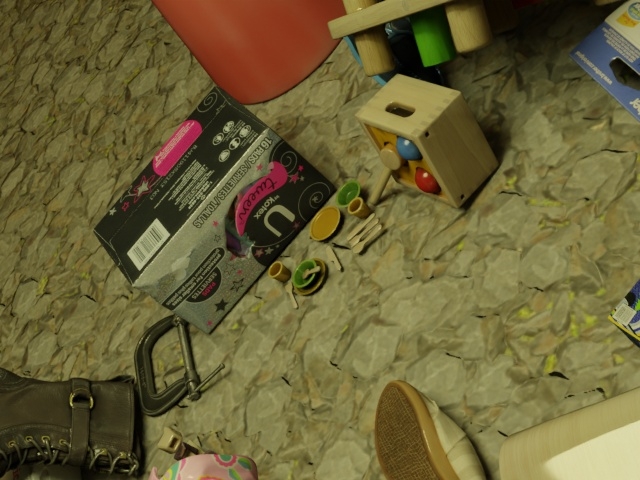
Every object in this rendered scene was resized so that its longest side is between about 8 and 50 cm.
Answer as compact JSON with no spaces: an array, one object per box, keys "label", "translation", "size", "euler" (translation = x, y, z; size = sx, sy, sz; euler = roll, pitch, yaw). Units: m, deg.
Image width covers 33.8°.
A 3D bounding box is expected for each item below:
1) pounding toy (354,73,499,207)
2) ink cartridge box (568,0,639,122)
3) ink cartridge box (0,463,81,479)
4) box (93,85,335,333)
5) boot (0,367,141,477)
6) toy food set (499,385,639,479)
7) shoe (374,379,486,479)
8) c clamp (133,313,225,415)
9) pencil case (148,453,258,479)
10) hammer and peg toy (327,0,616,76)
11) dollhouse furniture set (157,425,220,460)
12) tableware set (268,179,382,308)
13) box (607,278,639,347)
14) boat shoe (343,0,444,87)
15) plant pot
[{"label":"pounding toy","translation":[0.102,-0.098,1.163],"size":[0.100,0.130,0.141],"euler":[-45,37,-13]},{"label":"ink cartridge box","translation":[0.410,-0.228,1.011],"size":[0.311,0.065,0.185],"euler":[-39,39,10]},{"label":"ink cartridge box","translation":[-0.391,0.359,1.284],"size":[0.212,0.093,0.154],"euler":[-40,40,15]},{"label":"box","translation":[-0.133,-0.037,1.315],"size":[0.247,0.142,0.163],"euler":[-50,40,2]},{"label":"boot","translation":[-0.321,0.239,1.216],"size":[0.263,0.229,0.091],"euler":[-92,20,-46]},{"label":"toy food set","translation":[0.264,0.241,0.741],"size":[0.220,0.092,0.306],"euler":[-29,56,30]},{"label":"shoe","translation":[0.107,0.211,0.962],"size":[0.076,0.058,0.219],"euler":[-59,31,22]},{"label":"c clamp","translation":[-0.180,0.148,1.312],"size":[0.137,0.022,0.160],"euler":[-44,40,15]},{"label":"pencil case","translation":[-0.088,0.331,0.990],"size":[0.124,0.124,0.284],"euler":[-39,42,13]},{"label":"hammer and peg toy","translation":[0.198,-0.272,1.069],"size":[0.266,0.127,0.361],"euler":[-22,11,-26]},{"label":"dollhouse furniture set","translation":[-0.167,0.269,1.162],"size":[0.114,0.091,0.081],"euler":[-62,25,-9]},{"label":"tableware set","translation":[0.000,0.000,1.244],"size":[0.154,0.024,0.104],"euler":[-43,39,15]},{"label":"box","translation":[0.315,0.093,0.845],"size":[0.054,0.059,0.169],"euler":[-50,39,2]},{"label":"boat shoe","translation":[0.091,-0.244,1.290],"size":[0.089,0.109,0.258],"euler":[-51,40,17]},{"label":"plant pot","translation":[-0.118,-0.371,1.488],"size":[0.275,0.243,0.274],"euler":[-24,46,28]}]
